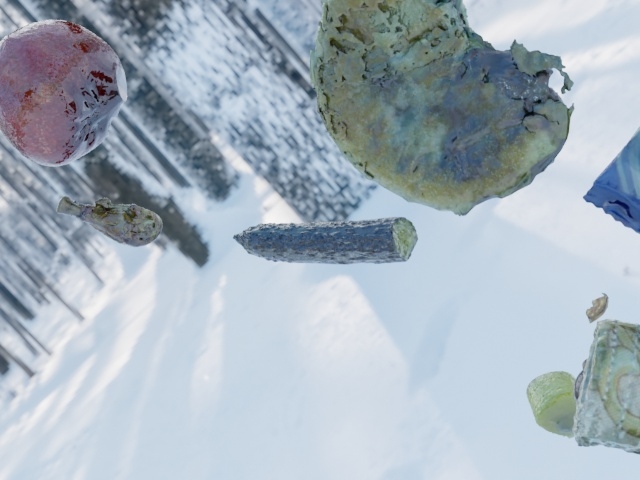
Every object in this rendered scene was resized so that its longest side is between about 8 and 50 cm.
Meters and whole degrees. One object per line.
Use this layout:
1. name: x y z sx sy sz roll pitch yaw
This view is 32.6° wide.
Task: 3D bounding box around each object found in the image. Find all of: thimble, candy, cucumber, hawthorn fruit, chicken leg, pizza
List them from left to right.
1. hawthorn fruit: -0.457 -0.265 1.790 0.230 0.266 0.210 -51 -2 -18
2. chicken leg: -0.356 -0.041 1.851 0.093 0.178 0.070 107 180 -51
3. cucumber: 0.001 0.001 1.689 0.300 0.072 0.072 -1 30 27
4. pizza: 0.552 0.135 2.182 0.037 0.016 0.083 9 47 38
5. thimble: 0.443 0.212 1.545 0.137 0.143 0.191 41 -117 -79
6. candy: 0.557 -0.153 1.647 0.331 0.077 0.187 -51 50 2

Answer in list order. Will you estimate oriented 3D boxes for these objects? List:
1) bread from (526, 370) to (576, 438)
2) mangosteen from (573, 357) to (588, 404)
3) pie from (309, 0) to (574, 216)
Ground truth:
1. bread: 0.499 0.334 2.264 0.111 0.129 0.114 -51 29 17
2. mangosteen: 0.500 0.246 1.876 0.140 0.140 0.140 -40 10 8
3. pie: 0.127 -0.196 1.365 0.296 0.371 0.078 -51 -11 35
